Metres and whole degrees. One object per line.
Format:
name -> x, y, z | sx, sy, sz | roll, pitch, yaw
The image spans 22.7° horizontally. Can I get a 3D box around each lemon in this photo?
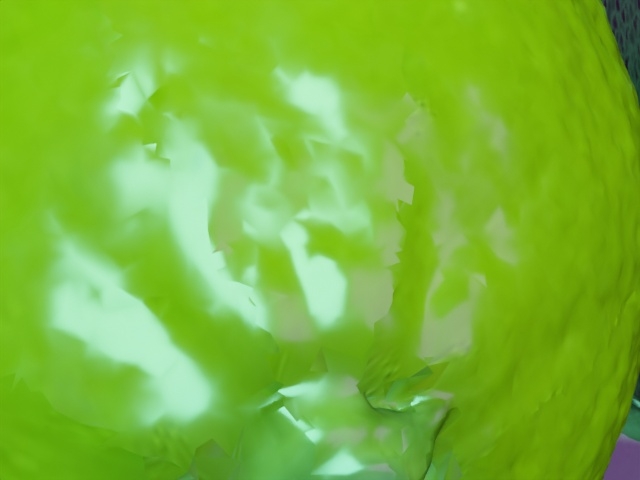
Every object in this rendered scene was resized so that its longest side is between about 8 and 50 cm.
lemon -> -0.044, -0.006, 0.439 | 0.293, 0.293, 0.293 | 6, 83, -54

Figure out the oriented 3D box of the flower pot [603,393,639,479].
flower pot -> 0.064, 0.159, 0.614 | 0.246, 0.195, 0.246 | 6, 77, -26
